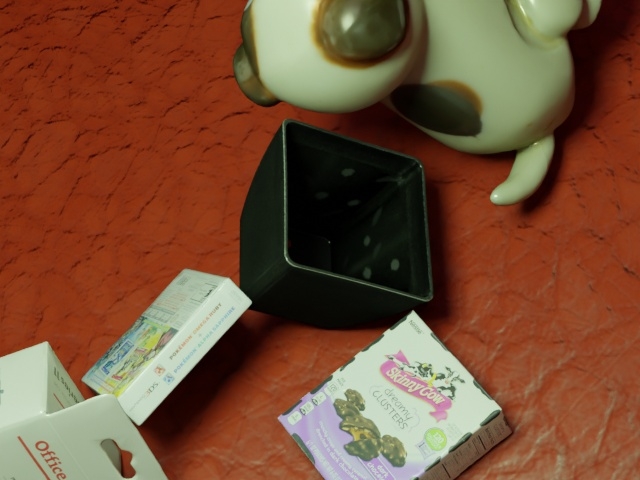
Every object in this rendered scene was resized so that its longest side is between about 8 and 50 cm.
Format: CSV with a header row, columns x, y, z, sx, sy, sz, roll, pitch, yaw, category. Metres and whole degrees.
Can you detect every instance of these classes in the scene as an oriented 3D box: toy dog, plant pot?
x,y,z,sx,sy,sz,roll,pitch,yaw,category
0.087,-0.235,1.686,0.284,0.408,0.395,-4,86,48,toy dog
0.000,0.000,1.702,0.167,0.187,0.188,-40,43,48,plant pot

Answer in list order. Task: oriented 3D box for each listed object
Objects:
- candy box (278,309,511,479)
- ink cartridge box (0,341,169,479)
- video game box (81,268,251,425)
x,y,z,sx,sy,sz,roll,pitch,yaw,category
0.081,0.201,1.640,0.196,0.070,0.165,-38,57,-5,candy box
-0.355,0.247,1.665,0.353,0.207,0.119,-19,39,6,ink cartridge box
-0.180,0.118,1.715,0.187,0.048,0.205,-45,15,-12,video game box
